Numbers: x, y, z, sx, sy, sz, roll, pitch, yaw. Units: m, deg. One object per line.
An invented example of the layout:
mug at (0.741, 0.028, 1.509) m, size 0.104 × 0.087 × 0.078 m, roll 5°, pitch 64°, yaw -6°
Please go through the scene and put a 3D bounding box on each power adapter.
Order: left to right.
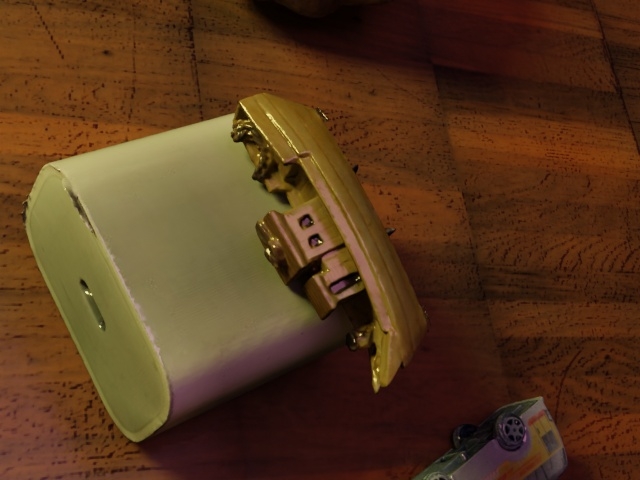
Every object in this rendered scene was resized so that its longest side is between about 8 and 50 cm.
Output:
power adapter at (-0.057, 0.007, 0.700) m, size 0.255 × 0.124 × 0.187 m, roll -22°, pitch 79°, yaw -35°

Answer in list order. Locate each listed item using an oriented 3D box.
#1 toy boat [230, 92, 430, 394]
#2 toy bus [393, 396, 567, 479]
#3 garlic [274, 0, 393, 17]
toy boat at (0.000, 0.000, 0.621) m, size 0.072 × 0.064 × 0.206 m, roll -23°, pitch 79°, yaw -20°
toy bus at (0.112, 0.191, 0.733) m, size 0.190 × 0.064 × 0.075 m, roll -28°, pitch 86°, yaw -36°
garlic at (-0.007, -0.311, 0.875) m, size 0.245 × 0.160 × 0.245 m, roll 2°, pitch 84°, yaw -19°
